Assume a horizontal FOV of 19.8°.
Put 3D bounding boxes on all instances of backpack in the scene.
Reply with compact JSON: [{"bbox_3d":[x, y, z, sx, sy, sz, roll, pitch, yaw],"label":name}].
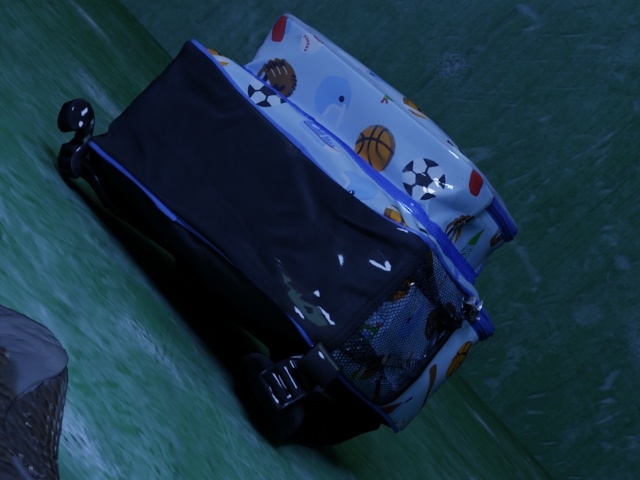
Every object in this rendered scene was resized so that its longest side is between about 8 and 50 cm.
[{"bbox_3d":[0.000,0.000,1.202,0.276,0.213,0.263,47,-7,28],"label":"backpack"}]

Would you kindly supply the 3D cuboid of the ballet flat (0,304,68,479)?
[{"bbox_3d":[-0.101,0.068,0.497,0.084,0.058,0.250,8,15,-22],"label":"ballet flat"}]
